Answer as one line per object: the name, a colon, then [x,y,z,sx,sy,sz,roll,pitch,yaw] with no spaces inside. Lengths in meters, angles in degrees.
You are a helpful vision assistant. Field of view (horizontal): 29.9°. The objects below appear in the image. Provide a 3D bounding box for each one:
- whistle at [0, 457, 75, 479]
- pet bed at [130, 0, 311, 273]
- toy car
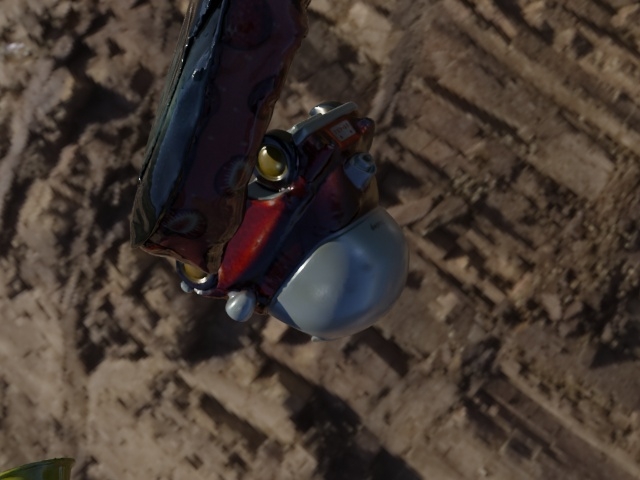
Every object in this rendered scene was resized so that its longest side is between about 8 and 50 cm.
whistle: [-0.142,0.166,0.586,0.046,0.057,0.109,97,162,-71]
pet bed: [-0.041,-0.082,0.545,0.053,0.201,0.201,19,134,-11]
toy car: [0.000,0.000,0.683,0.112,0.112,0.139,43,128,11]
